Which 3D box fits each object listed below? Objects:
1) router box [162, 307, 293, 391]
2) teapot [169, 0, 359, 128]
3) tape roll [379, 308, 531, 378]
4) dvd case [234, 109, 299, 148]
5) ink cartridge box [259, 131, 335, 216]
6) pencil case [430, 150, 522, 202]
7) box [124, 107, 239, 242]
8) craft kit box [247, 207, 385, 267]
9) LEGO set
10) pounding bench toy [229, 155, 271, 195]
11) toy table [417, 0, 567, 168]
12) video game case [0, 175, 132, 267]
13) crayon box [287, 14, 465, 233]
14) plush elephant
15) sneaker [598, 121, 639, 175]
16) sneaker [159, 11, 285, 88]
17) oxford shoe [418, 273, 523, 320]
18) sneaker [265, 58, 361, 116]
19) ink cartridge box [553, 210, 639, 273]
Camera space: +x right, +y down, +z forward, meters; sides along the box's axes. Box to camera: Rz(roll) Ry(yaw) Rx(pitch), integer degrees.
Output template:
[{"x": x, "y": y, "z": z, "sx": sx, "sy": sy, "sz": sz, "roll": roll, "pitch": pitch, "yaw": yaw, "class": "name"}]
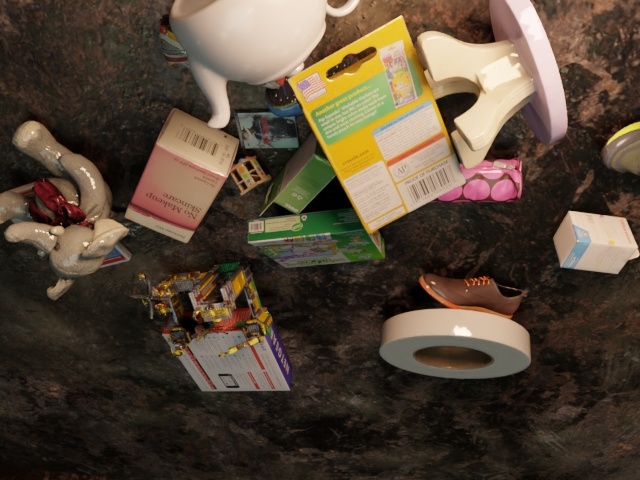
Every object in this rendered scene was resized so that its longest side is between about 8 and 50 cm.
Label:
[{"x": -0.267, "y": 0.339, "z": 1.655, "sx": 0.301, "sy": 0.082, "sz": 0.335, "roll": -4, "pitch": 136, "yaw": 11, "class": "router box"}, {"x": -0.080, "y": -0.329, "z": 0.821, "sx": 0.256, "sy": 0.252, "sz": 0.187, "roll": -14, "pitch": 137, "yaw": 32, "class": "teapot"}, {"x": 0.349, "y": 0.281, "z": 1.447, "sx": 0.392, "sy": 0.072, "sz": 0.392, "roll": 6, "pitch": 153, "yaw": 3, "class": "tape roll"}, {"x": -0.105, "y": -0.221, "z": 1.091, "sx": 0.120, "sy": 0.013, "sz": 0.087, "roll": 2, "pitch": 137, "yaw": 7, "class": "dvd case"}, {"x": -0.038, "y": -0.128, "z": 1.111, "sx": 0.062, "sy": 0.109, "sz": 0.209, "roll": 29, "pitch": 133, "yaw": -20, "class": "ink cartridge box"}, {"x": 0.288, "y": -0.123, "z": 1.087, "sx": 0.209, "sy": 0.095, "sz": 0.098, "roll": -3, "pitch": 167, "yaw": 10, "class": "pencil case"}, {"x": -0.288, "y": -0.127, "z": 1.133, "sx": 0.149, "sy": 0.126, "sz": 0.232, "roll": 24, "pitch": 134, "yaw": -18, "class": "box"}, {"x": 0.000, "y": 0.000, "z": 1.206, "sx": 0.250, "sy": 0.061, "sz": 0.246, "roll": -6, "pitch": 166, "yaw": 15, "class": "craft kit box"}, {"x": -0.296, "y": 0.191, "z": 1.376, "sx": 0.331, "sy": 0.192, "sz": 0.254, "roll": 0, "pitch": 112, "yaw": 13, "class": "LEGO set"}, {"x": -0.145, "y": -0.143, "z": 1.155, "sx": 0.052, "sy": 0.083, "sz": 0.065, "roll": -30, "pitch": 94, "yaw": 30, "class": "pounding bench toy"}, {"x": 0.269, "y": -0.240, "z": 0.871, "sx": 0.161, "sy": 0.252, "sz": 0.274, "roll": -26, "pitch": 117, "yaw": 10, "class": "toy table"}, {"x": -0.635, "y": -0.028, "z": 1.360, "sx": 0.204, "sy": 0.025, "sz": 0.285, "roll": -13, "pitch": 133, "yaw": 20, "class": "video game case"}, {"x": 0.099, "y": -0.193, "z": 0.944, "sx": 0.203, "sy": 0.083, "sz": 0.323, "roll": -28, "pitch": 122, "yaw": 4, "class": "crayon box"}, {"x": -0.543, "y": -0.027, "z": 1.157, "sx": 0.330, "sy": 0.255, "sz": 0.272, "roll": 30, "pitch": 117, "yaw": -30, "class": "plush elephant"}, {"x": 0.663, "y": -0.136, "z": 0.996, "sx": 0.300, "sy": 0.121, "sz": 0.111, "roll": 7, "pitch": 137, "yaw": 0, "class": "sneaker"}, {"x": -0.169, "y": -0.317, "z": 0.958, "sx": 0.225, "sy": 0.088, "sz": 0.092, "roll": 21, "pitch": 141, "yaw": -2, "class": "sneaker"}, {"x": 0.368, "y": 0.118, "z": 1.343, "sx": 0.271, "sy": 0.097, "sz": 0.098, "roll": 18, "pitch": 118, "yaw": -19, "class": "oxford shoe"}, {"x": 0.005, "y": -0.271, "z": 0.998, "sx": 0.209, "sy": 0.069, "sz": 0.082, "roll": -12, "pitch": 165, "yaw": 9, "class": "sneaker"}, {"x": 0.594, "y": 0.006, "z": 1.177, "sx": 0.143, "sy": 0.092, "sz": 0.090, "roll": 8, "pitch": 137, "yaw": 0, "class": "ink cartridge box"}]
